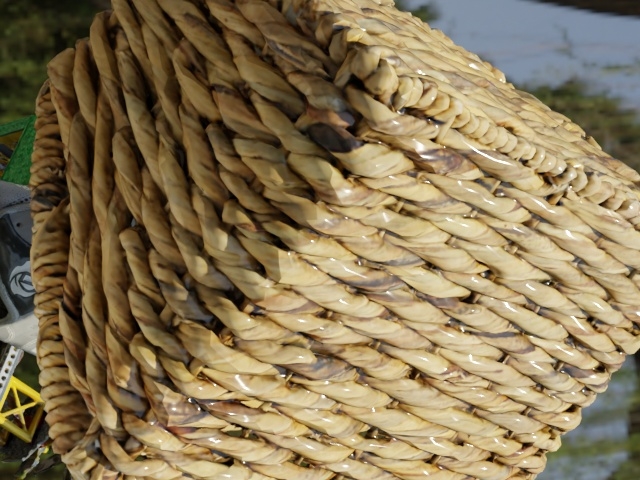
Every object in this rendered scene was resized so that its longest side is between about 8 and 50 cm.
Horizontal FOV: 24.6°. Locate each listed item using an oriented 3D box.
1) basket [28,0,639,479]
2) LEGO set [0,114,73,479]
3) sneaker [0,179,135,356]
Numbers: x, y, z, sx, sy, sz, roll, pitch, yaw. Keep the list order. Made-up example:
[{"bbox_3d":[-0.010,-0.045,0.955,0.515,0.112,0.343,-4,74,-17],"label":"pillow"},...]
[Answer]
[{"bbox_3d":[0.000,0.000,0.706,0.223,0.299,0.213,-55,-132,14],"label":"basket"},{"bbox_3d":[-0.232,0.061,1.142,0.255,0.192,0.331,-18,-136,35],"label":"LEGO set"},{"bbox_3d":[-0.138,-0.037,0.861,0.086,0.132,0.228,16,-95,53],"label":"sneaker"}]
